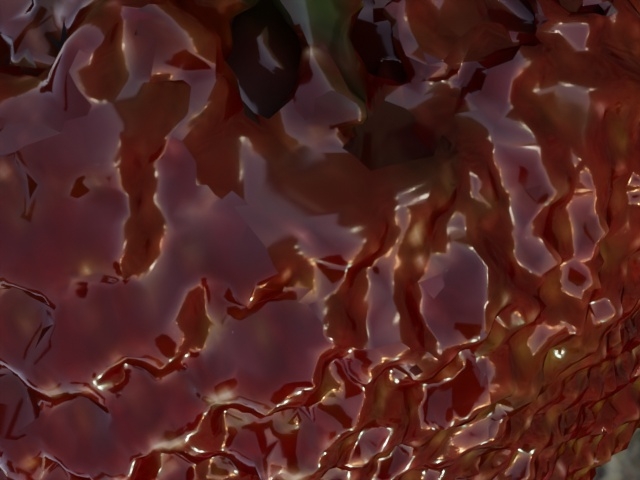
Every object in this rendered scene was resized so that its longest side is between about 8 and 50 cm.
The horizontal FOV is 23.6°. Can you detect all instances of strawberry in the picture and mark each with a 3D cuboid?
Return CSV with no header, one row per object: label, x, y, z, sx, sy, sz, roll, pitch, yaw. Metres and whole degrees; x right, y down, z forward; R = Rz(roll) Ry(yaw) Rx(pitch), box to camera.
strawberry,0.000,0.000,0.547,0.267,0.312,0.351,23,150,45
